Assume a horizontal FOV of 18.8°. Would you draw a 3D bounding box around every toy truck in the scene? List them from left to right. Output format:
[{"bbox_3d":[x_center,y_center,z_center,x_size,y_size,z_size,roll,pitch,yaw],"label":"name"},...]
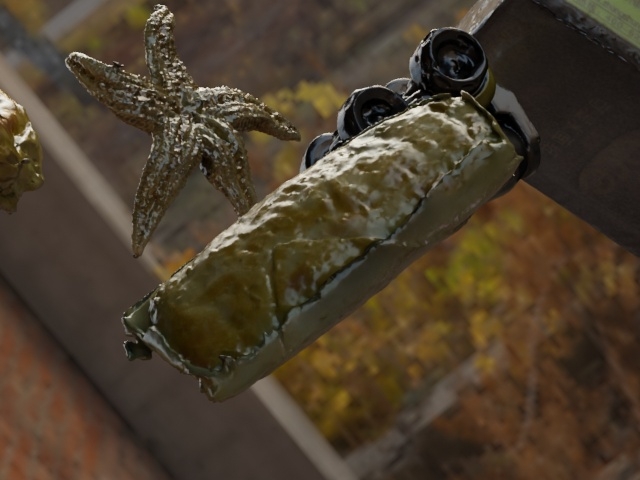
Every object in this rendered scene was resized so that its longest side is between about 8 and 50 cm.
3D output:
[{"bbox_3d":[0.101,-0.085,1.866,0.224,0.165,0.147,-38,-6,-34],"label":"toy truck"}]

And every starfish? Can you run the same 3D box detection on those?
[{"bbox_3d":[-0.119,-0.101,1.737,0.062,0.235,0.277,-44,36,42],"label":"starfish"}]

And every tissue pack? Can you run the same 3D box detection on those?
[{"bbox_3d":[0.330,-0.143,2.131,0.124,0.394,0.288,-62,9,-31],"label":"tissue pack"}]

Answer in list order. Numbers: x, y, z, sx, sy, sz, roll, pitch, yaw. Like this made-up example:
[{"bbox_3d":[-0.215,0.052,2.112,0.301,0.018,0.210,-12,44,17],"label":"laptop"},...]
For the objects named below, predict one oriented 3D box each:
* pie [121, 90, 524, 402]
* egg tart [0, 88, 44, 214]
[{"bbox_3d":[0.000,0.000,1.233,0.282,0.068,0.128,-38,43,-15],"label":"pie"},{"bbox_3d":[-0.360,-0.128,1.453,0.150,0.352,0.352,-46,13,-1],"label":"egg tart"}]
